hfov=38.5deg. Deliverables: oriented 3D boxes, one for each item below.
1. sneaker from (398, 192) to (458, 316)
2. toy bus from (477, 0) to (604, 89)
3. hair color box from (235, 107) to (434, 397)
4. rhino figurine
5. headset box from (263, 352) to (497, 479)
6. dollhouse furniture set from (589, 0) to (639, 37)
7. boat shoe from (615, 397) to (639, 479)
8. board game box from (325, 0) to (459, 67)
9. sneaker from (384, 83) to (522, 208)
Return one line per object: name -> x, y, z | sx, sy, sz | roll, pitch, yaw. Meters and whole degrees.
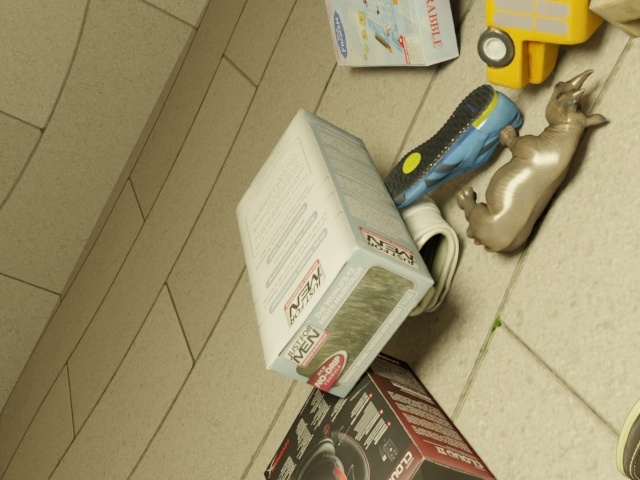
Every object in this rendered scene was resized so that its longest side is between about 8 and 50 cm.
sneaker -> 0.070, 0.073, 1.216 | 0.292, 0.108, 0.169 | -58, 23, 14
toy bus -> 0.257, -0.339, 1.041 | 0.130, 0.333, 0.108 | 15, 40, 29
hair color box -> 0.000, 0.000, 1.164 | 0.185, 0.113, 0.374 | -55, 26, 21
rhino figurine -> 0.246, -0.089, 1.053 | 0.243, 0.073, 0.106 | -58, 23, 14
headset box -> 0.061, 0.282, 1.049 | 0.218, 0.110, 0.293 | -61, 26, 11
dollhouse furniture set -> 0.365, -0.312, 0.942 | 0.183, 0.129, 0.129 | -1, 68, 63
boat shoe -> 0.303, 0.142, 0.764 | 0.152, 0.056, 0.049 | -62, 20, 8
board game box -> 0.087, -0.438, 1.455 | 0.318, 0.066, 0.319 | 24, 129, 64
sneaker -> 0.170, -0.102, 1.173 | 0.209, 0.082, 0.069 | -44, 33, 16
